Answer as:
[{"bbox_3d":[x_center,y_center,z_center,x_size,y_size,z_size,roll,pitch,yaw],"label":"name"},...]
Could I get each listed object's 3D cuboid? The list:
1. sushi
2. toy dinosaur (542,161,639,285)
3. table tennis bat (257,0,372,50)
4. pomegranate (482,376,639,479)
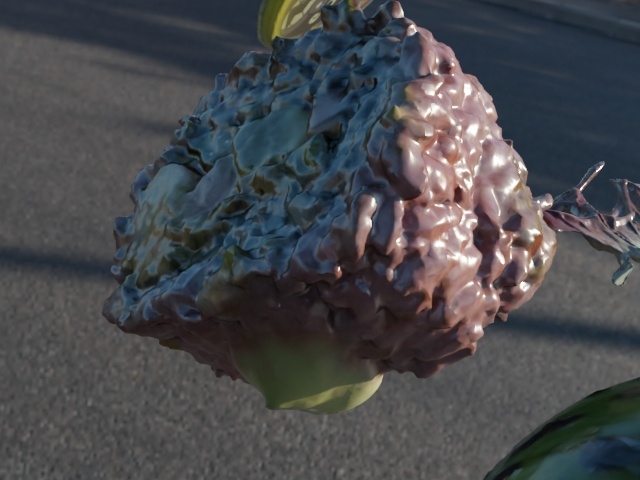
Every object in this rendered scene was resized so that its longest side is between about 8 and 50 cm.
[{"bbox_3d":[0.000,0.000,0.715,0.171,0.270,0.236,40,44,-36],"label":"sushi"},{"bbox_3d":[0.216,-0.013,0.878,0.220,0.032,0.108,-15,46,-32],"label":"toy dinosaur"},{"bbox_3d":[0.037,-0.285,1.028,0.224,0.368,0.054,-38,80,-16],"label":"table tennis bat"},{"bbox_3d":[0.132,0.177,0.458,0.242,0.306,0.242,12,63,-24],"label":"pomegranate"}]
